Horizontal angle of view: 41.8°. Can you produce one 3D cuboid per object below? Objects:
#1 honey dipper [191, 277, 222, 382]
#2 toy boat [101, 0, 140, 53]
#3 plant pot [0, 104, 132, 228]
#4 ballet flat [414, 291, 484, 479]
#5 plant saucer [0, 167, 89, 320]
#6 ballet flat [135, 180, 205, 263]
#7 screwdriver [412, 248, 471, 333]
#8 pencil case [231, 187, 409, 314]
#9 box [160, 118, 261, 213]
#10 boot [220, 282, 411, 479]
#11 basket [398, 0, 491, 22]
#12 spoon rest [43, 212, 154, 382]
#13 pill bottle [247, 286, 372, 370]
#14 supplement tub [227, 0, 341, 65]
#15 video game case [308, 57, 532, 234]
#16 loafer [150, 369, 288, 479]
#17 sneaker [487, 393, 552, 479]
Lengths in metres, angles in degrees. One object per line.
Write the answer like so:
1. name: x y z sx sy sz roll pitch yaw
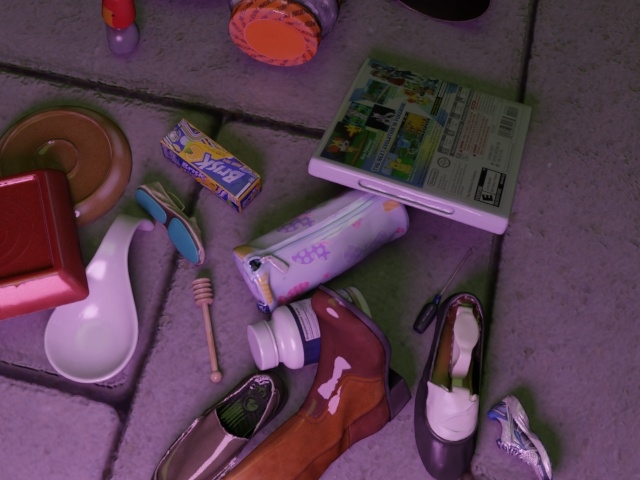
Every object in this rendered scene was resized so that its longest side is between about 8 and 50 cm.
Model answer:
1. honey dipper: -0.169 0.136 1.267 0.031 0.030 0.160 -9 71 -5
2. toy boat: -0.294 -0.476 1.476 0.268 0.148 0.318 24 61 4
3. plant pot: -0.429 -0.126 1.370 0.236 0.032 0.236 0 67 0
4. ballet flat: 0.189 0.200 1.208 0.095 0.096 0.280 8 67 1
5. plant saucer: -0.492 0.002 1.232 0.259 0.047 0.258 -14 55 -12
6. ballet flat: -0.225 -0.035 1.325 0.168 0.057 0.052 48 46 14
7. screwdriver: 0.190 0.075 1.306 0.025 0.024 0.170 13 57 35
8. pencil case: 0.000 0.000 1.275 0.273 0.124 0.113 -29 57 -14
9. box: -0.177 -0.121 1.361 0.169 0.054 0.059 37 71 13
10. boot: -0.028 0.224 1.128 0.280 0.264 0.096 -40 45 -17
11. basket: 0.245 -0.527 1.496 0.204 0.154 0.227 20 64 17
12. spoon rest: -0.322 0.078 1.257 0.137 0.084 0.276 11 66 4
13. pill bottle: -0.016 0.133 1.222 0.169 0.094 0.094 -15 68 -17
14. supplement tub: -0.047 -0.471 1.438 0.194 0.193 0.316 11 66 4
15. video game case: 0.170 -0.161 1.325 0.300 0.036 0.329 18 43 7
16. loafer: -0.147 0.272 1.174 0.094 0.087 0.251 37 71 13
17. sneaker: 0.284 0.292 1.202 0.058 0.052 0.135 -25 62 -1
